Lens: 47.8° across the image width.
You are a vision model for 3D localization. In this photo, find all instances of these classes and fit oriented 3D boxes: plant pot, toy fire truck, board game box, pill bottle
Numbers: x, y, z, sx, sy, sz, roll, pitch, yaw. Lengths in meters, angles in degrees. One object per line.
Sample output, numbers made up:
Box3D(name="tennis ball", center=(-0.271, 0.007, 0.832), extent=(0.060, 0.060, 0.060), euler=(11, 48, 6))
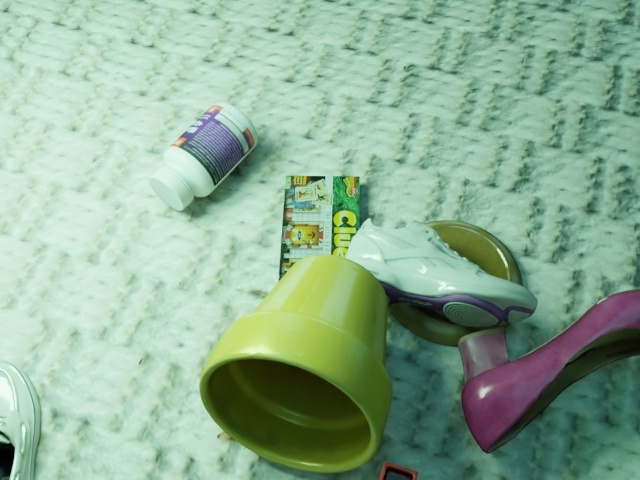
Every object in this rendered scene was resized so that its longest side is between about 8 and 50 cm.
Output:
Box3D(name="plant pot", center=(-0.009, 0.157, 1.027), extent=(0.254, 0.254, 0.239), euler=(15, 44, 10))
Box3D(name="plant pot", center=(0.217, 0.060, 1.190), extent=(0.236, 0.032, 0.236), euler=(0, 59, 1))
Box3D(name="toy fire truck", center=(0.077, 0.396, 0.925), extent=(0.047, 0.135, 0.192), euler=(14, 60, 10))
Box3D(name="board game box", center=(0.000, 0.000, 1.233), extent=(0.136, 0.030, 0.260), euler=(2, 59, 0))
Box3D(name="pill bottle", center=(-0.209, -0.146, 1.280), extent=(0.108, 0.108, 0.193), euler=(31, 64, 18))

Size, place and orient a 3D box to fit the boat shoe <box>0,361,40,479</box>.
Box3D(name="boat shoe", center=(-0.463, 0.289, 1.029), extent=(0.096, 0.088, 0.268), euler=(-8, 59, -4))

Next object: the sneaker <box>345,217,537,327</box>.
Box3D(name="sneaker", center=(0.185, 0.040, 1.115), extent=(0.305, 0.114, 0.152), euler=(14, 61, 10))

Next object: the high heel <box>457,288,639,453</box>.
Box3D(name="high heel", center=(0.387, 0.189, 1.027), extent=(0.377, 0.127, 0.181), euler=(-18, 48, 17))
